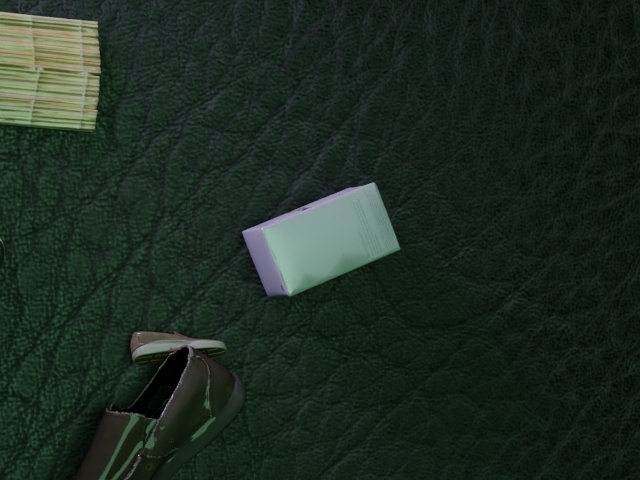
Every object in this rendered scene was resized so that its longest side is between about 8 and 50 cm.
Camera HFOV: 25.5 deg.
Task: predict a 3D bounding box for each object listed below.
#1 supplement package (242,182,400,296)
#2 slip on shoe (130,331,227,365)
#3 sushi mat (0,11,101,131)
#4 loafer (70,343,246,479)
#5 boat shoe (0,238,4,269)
[{"bbox_3d":[0.000,0.000,1.982,0.179,0.105,0.105,-23,96,-19],"label":"supplement package"},{"bbox_3d":[-0.195,0.144,1.944,0.135,0.051,0.041,-3,57,-21],"label":"slip on shoe"},{"bbox_3d":[-0.451,-0.231,1.881,0.317,0.019,0.151,4,86,-19],"label":"sushi mat"},{"bbox_3d":[-0.262,0.274,1.862,0.366,0.134,0.130,-47,118,-26],"label":"loafer"},{"bbox_3d":[-0.480,0.075,1.836,0.075,0.065,0.206,42,76,-13],"label":"boat shoe"}]
